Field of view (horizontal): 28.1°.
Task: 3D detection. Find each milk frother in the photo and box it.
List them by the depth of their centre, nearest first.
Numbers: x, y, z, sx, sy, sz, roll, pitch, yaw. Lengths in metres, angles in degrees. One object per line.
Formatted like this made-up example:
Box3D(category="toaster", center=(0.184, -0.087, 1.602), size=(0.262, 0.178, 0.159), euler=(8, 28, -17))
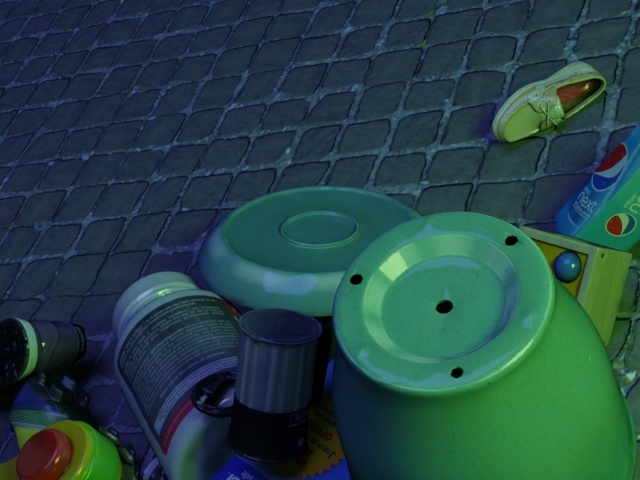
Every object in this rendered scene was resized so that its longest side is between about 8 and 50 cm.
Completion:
Box3D(category="milk frother", center=(-0.069, 0.132, 1.297), size=(0.143, 0.134, 0.129), euler=(12, 20, 13))

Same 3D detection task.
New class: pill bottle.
Box3D(category="pill bottle", center=(-0.144, 0.168, 1.529), size=(0.176, 0.176, 0.318), euler=(-34, 38, -6))

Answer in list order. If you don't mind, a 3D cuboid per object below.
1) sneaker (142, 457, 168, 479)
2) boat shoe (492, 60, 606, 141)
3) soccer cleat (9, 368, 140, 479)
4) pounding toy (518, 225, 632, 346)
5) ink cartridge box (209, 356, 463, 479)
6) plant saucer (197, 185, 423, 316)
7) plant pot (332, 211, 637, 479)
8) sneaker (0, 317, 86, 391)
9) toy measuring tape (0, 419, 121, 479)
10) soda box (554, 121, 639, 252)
Box3D(category="sneaker", center=(-0.183, 0.272, 1.561), size=(0.035, 0.031, 0.083), euler=(26, 50, 15))
Box3D(category="boat shoe", center=(0.312, -0.185, 1.733), size=(0.170, 0.063, 0.059), euler=(-35, 32, -8))
Box3D(category="soccer cleat", center=(-0.312, 0.278, 1.607), size=(0.289, 0.093, 0.121), euler=(42, 106, 47))
Box3D(category="pounding toy", center=(0.250, 0.056, 1.438), size=(0.141, 0.100, 0.130), euler=(19, 97, 44))
Box3D(category="ink cartridge box", center=(0.071, 0.258, 1.315), size=(0.395, 0.151, 0.270), euler=(-45, 40, -17))
Box3D(category="plant saucer", center=(0.000, 0.000, 1.633), size=(0.318, 0.043, 0.317), euler=(-1, 27, 1))
Box3D(category="plant pot", center=(0.125, 0.121, 1.113), size=(0.272, 0.255, 0.271), euler=(-10, 49, 12))
Box3D(category="sneaker", center=(-0.431, 0.172, 1.794), size=(0.283, 0.124, 0.107), euler=(-15, 80, 46))
Box3D(category="toy measuring tape", center=(-0.324, 0.249, 1.485), size=(0.330, 0.121, 0.121), euler=(18, 57, 46))
Box3D(category="soda box", center=(0.363, -0.065, 1.467), size=(0.210, 0.071, 0.067), euler=(-52, 24, 34))
